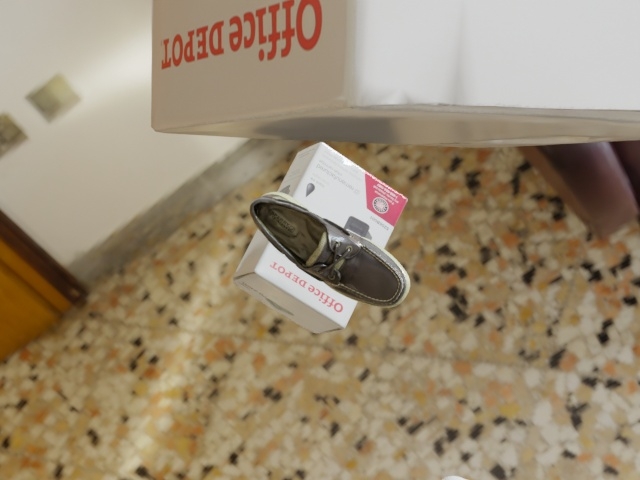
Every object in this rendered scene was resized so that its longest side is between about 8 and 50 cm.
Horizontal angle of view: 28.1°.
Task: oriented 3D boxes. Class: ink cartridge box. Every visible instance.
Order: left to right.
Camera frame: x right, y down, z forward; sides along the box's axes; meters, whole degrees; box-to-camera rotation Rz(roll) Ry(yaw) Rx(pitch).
[{"bbox_3d":[0.000,0.000,1.232,0.063,0.109,0.150,-17,43,64],"label":"ink cartridge box"},{"bbox_3d":[0.059,-0.171,0.458,0.198,0.197,0.270,-175,84,-66],"label":"ink cartridge box"}]

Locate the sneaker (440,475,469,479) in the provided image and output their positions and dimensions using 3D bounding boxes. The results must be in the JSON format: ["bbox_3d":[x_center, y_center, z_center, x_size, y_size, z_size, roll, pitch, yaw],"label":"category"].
[{"bbox_3d":[0.249,0.341,1.411,0.111,0.297,0.129,-50,10,45],"label":"sneaker"}]

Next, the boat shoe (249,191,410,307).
[{"bbox_3d":[0.003,0.011,1.069,0.152,0.049,0.056,29,100,12],"label":"boat shoe"}]
